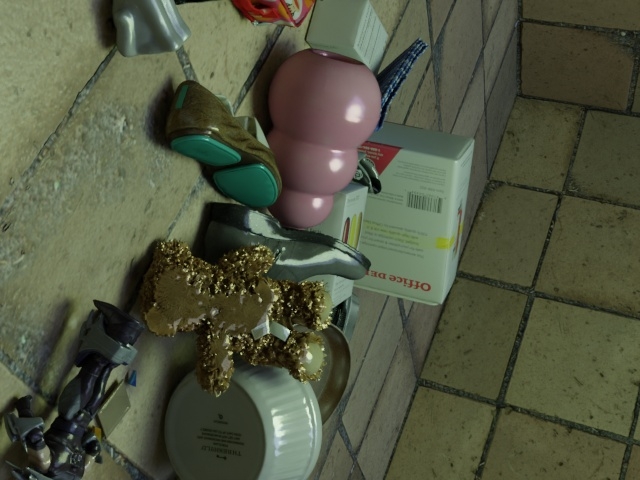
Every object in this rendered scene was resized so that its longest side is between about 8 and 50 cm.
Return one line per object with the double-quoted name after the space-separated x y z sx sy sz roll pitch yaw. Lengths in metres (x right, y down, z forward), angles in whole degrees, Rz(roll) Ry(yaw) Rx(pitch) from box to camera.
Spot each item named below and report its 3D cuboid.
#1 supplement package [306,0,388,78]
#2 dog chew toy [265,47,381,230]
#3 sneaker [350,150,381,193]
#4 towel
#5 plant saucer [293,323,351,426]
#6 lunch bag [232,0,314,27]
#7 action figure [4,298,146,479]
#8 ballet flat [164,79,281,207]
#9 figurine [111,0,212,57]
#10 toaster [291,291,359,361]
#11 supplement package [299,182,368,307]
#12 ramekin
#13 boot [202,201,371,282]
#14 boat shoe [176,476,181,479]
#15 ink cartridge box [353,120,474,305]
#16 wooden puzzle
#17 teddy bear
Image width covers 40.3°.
0.056 -0.406 1.743 0.179 0.105 0.105 31 73 -69 "supplement package"
-0.014 -0.174 1.588 0.206 0.206 0.332 -28 137 -64 "dog chew toy"
0.069 -0.098 1.935 0.086 0.132 0.229 -49 146 -52 "sneaker"
0.096 -0.273 1.817 0.243 0.040 0.336 -36 -164 44 "towel"
-0.068 0.296 1.789 0.310 0.050 0.310 -21 124 -35 "plant saucer"
-0.076 -0.462 1.325 0.293 0.120 0.258 53 54 -66 "lunch bag"
-0.323 0.225 1.145 0.185 0.099 0.285 71 41 -68 "action figure"
-0.146 -0.158 1.387 0.342 0.116 0.124 37 49 -65 "ballet flat"
-0.209 -0.370 1.096 0.215 0.092 0.209 -59 146 -38 "figurine"
0.010 0.177 1.966 0.146 0.129 0.227 32 74 -73 "toaster"
0.000 0.000 1.808 0.139 0.134 0.244 -27 127 -65 "supplement package"
-0.141 0.316 1.462 0.127 0.273 0.273 1 102 -59 "ramekin"
-0.079 0.081 1.528 0.338 0.118 0.223 18 83 -29 "boot"
-0.240 0.476 1.545 0.302 0.109 0.094 -62 142 -57 "boat shoe"
0.196 -0.069 2.089 0.160 0.279 0.385 -48 146 -55 "ink cartridge box"
-0.312 0.253 1.306 0.116 0.014 0.078 -51 153 -50 "wooden puzzle"
-0.128 0.116 1.373 0.338 0.113 0.245 -1 88 -28 "teddy bear"
